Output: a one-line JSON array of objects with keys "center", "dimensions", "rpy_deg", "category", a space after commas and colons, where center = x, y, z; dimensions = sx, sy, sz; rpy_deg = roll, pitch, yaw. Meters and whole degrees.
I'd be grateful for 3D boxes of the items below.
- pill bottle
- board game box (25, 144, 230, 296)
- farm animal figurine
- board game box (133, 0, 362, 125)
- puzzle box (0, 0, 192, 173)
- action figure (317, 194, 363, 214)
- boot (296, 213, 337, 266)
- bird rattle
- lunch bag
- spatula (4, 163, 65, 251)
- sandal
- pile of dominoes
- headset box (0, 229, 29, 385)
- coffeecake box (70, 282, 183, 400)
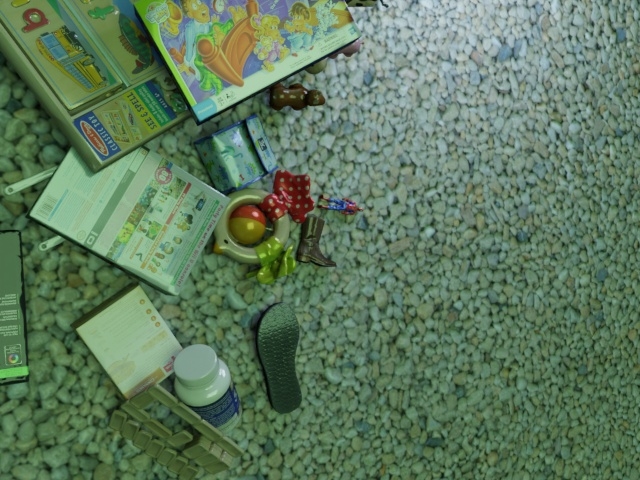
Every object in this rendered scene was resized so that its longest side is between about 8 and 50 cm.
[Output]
[{"center": [-0.226, 0.295, 1.356], "dimensions": [0.112, 0.112, 0.186], "rpy_deg": [-34, 139, -24], "category": "pill bottle"}, {"center": [-0.358, -0.061, 1.303], "dimensions": [0.303, 0.097, 0.224], "rpy_deg": [33, 73, -21], "category": "board game box"}, {"center": [-0.045, -0.433, 1.400], "dimensions": [0.327, 0.172, 0.330], "rpy_deg": [26, 95, -25], "category": "farm animal figurine"}, {"center": [-0.131, -0.398, 1.267], "dimensions": [0.347, 0.078, 0.233], "rpy_deg": [-31, 99, -9], "category": "board game box"}, {"center": [-0.421, -0.355, 1.239], "dimensions": [0.272, 0.052, 0.409], "rpy_deg": [-42, 100, -35], "category": "puzzle box"}, {"center": [0.050, -0.080, 1.589], "dimensions": [0.115, 0.030, 0.038], "rpy_deg": [9, 82, -30], "category": "action figure"}, {"center": [0.000, 0.000, 1.561], "dimensions": [0.106, 0.037, 0.114], "rpy_deg": [14, 80, -30], "category": "boot"}, {"center": [-0.121, -0.035, 1.444], "dimensions": [0.207, 0.143, 0.253], "rpy_deg": [12, 83, -13], "category": "bird rattle"}, {"center": [-0.164, -0.182, 1.436], "dimensions": [0.151, 0.096, 0.128], "rpy_deg": [-33, 106, -39], "category": "lunch bag"}, {"center": [-0.456, -0.089, 1.317], "dimensions": [0.242, 0.019, 0.168], "rpy_deg": [-31, 106, -25], "category": "spatula"}, {"center": [-0.097, 0.257, 1.510], "dimensions": [0.097, 0.054, 0.254], "rpy_deg": [-7, 104, -21], "category": "sandal"}, {"center": [-0.284, 0.376, 1.353], "dimensions": [0.251, 0.196, 0.040], "rpy_deg": [45, 34, -21], "category": "pile of dominoes"}, {"center": [-0.635, 0.127, 1.161], "dimensions": [0.246, 0.131, 0.283], "rpy_deg": [-3, 93, -28], "category": "headset box"}, {"center": [-0.370, 0.200, 1.342], "dimensions": [0.142, 0.068, 0.185], "rpy_deg": [-37, 108, -24], "category": "coffeecake box"}]
